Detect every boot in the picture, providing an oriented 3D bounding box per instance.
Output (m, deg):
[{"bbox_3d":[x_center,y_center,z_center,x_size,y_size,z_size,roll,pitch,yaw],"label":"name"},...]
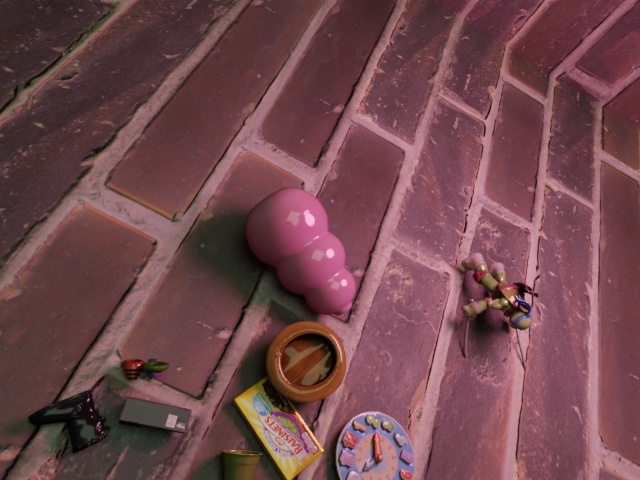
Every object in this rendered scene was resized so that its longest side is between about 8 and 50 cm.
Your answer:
[{"bbox_3d":[-0.469,0.348,0.961,0.121,0.045,0.099,-18,74,-32],"label":"boot"}]

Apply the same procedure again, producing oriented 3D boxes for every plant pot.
[{"bbox_3d":[-0.162,0.463,1.019,0.084,0.083,0.079,11,70,-18],"label":"plant pot"}]

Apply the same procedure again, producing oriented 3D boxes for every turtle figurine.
[{"bbox_3d":[0.477,0.187,1.447,0.198,0.274,0.266,-4,41,-2],"label":"turtle figurine"}]

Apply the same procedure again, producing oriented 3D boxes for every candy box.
[{"bbox_3d":[-0.092,0.403,1.110,0.105,0.027,0.205,-31,78,-32],"label":"candy box"}]

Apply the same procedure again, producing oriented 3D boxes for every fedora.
[{"bbox_3d":[-0.037,0.281,1.172,0.195,0.079,0.194,8,62,-16],"label":"fedora"}]

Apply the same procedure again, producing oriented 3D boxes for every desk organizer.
[{"bbox_3d":[-0.329,0.350,1.017,0.130,0.050,0.047,18,57,-15],"label":"desk organizer"}]

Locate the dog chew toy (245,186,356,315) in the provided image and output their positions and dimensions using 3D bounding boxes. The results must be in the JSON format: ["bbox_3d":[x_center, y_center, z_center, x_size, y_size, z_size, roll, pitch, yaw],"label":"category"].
[{"bbox_3d":[-0.034,0.036,1.247,0.207,0.207,0.331,-34,87,-35],"label":"dog chew toy"}]

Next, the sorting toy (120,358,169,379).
[{"bbox_3d":[-0.357,0.269,1.047,0.102,0.061,0.042,3,89,16],"label":"sorting toy"}]

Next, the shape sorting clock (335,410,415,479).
[{"bbox_3d":[0.127,0.491,1.150,0.206,0.040,0.206,11,59,-18],"label":"shape sorting clock"}]
